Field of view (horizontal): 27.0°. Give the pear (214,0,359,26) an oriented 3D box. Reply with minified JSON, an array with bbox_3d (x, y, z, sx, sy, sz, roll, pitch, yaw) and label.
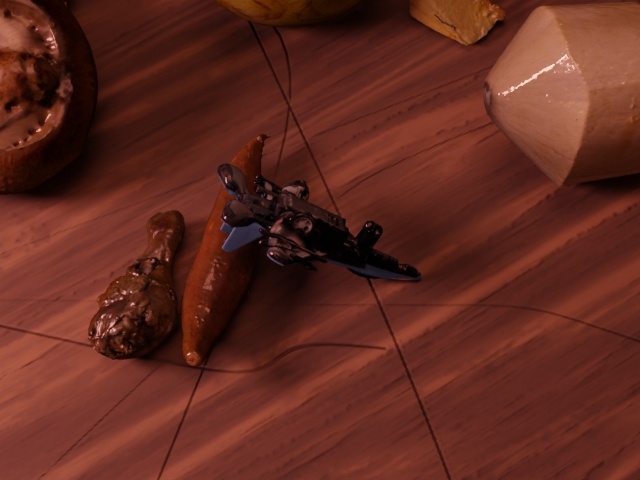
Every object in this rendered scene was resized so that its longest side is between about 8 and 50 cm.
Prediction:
[{"bbox_3d":[-0.037,-0.396,1.598,0.283,0.284,0.284,-1,58,1],"label":"pear"}]

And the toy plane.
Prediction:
[{"bbox_3d":[0.003,-0.006,1.422,0.246,0.078,0.169,15,27,-15],"label":"toy plane"}]

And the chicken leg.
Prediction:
[{"bbox_3d":[-0.185,0.046,1.446,0.084,0.069,0.198,-6,47,27],"label":"chicken leg"}]

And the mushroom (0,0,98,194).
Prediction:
[{"bbox_3d":[-0.372,-0.174,1.518,0.253,0.153,0.253,0,85,3],"label":"mushroom"}]

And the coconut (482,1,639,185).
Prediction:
[{"bbox_3d":[0.290,-0.163,1.477,0.221,0.202,0.202,-6,58,-4],"label":"coconut"}]

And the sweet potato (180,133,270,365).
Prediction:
[{"bbox_3d":[-0.098,0.011,1.461,0.072,0.066,0.314,33,53,-22],"label":"sweet potato"}]

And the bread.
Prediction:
[{"bbox_3d":[0.165,-0.297,1.635,0.109,0.080,0.084,33,66,23],"label":"bread"}]

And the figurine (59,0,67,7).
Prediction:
[{"bbox_3d":[-0.440,-0.290,1.625,0.274,0.133,0.194,-16,69,-3],"label":"figurine"}]
